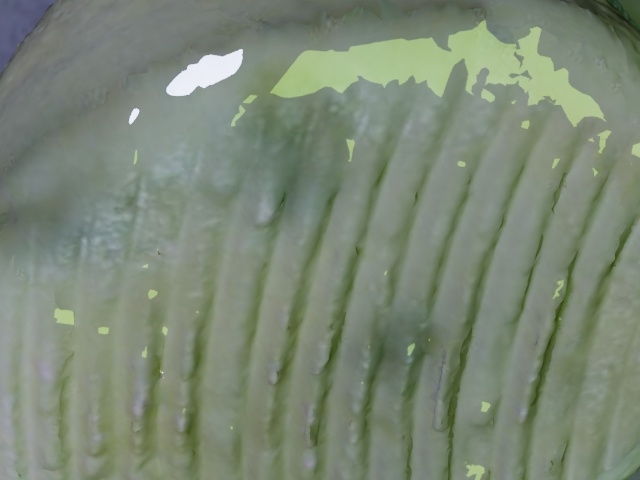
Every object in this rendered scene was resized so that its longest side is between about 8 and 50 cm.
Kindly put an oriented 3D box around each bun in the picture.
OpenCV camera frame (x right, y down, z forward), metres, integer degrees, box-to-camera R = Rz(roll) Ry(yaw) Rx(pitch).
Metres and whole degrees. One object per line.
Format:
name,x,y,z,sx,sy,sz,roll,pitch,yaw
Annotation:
bun,0.000,0.000,0.404,0.237,0.116,0.209,-10,127,-4

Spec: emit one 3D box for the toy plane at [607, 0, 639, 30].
toy plane,0.163,-0.027,0.507,0.226,0.058,0.226,10,117,-35
